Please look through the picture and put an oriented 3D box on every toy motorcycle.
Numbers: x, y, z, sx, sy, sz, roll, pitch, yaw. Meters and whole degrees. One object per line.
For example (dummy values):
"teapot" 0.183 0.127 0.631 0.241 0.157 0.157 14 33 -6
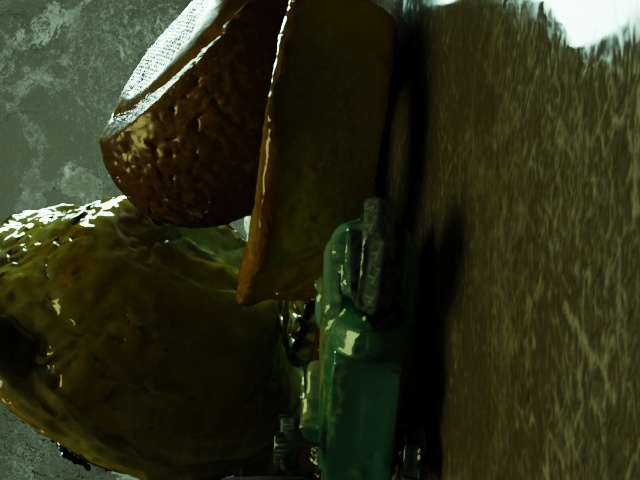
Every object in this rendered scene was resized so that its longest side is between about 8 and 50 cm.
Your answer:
"toy motorcycle" 0.027 0.096 0.852 0.198 0.109 0.296 -83 -3 -73

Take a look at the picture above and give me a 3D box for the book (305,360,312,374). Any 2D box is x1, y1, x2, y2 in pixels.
"book" 0.000 0.000 1.434 0.379 0.031 0.264 -95 11 -49

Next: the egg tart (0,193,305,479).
"egg tart" -0.189 0.082 1.296 0.178 0.443 0.443 -57 21 28

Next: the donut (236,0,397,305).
"donut" 0.002 -0.079 0.995 0.303 0.110 0.302 -170 90 -90

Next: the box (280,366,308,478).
"box" -0.036 0.242 1.591 0.161 0.042 0.226 -107 21 -70

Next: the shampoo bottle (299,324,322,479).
"shampoo bottle" 0.018 0.172 1.046 0.068 0.067 0.236 -143 56 -71

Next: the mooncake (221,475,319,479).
"mooncake" -0.087 0.330 1.259 0.235 0.235 0.117 122 146 -77

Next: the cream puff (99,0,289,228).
"cream puff" -0.107 -0.145 1.255 0.303 0.212 0.303 -38 26 22

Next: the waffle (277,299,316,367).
"waffle" -0.016 0.030 1.229 0.214 0.054 0.207 119 155 -70

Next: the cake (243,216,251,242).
"cake" -0.097 0.006 2.030 0.116 0.086 0.220 114 158 -71

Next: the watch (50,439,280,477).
"watch" -0.217 0.200 1.562 0.335 0.327 0.314 -96 11 -58
